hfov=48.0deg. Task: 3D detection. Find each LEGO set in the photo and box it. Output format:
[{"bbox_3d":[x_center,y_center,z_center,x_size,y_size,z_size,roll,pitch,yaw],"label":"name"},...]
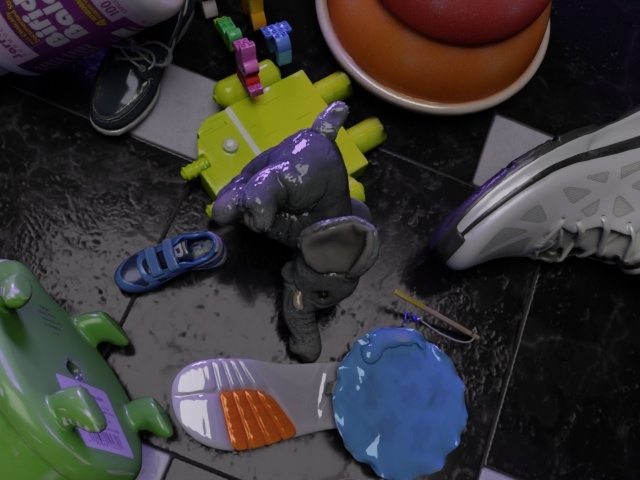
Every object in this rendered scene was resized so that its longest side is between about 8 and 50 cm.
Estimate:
[{"bbox_3d":[-0.101,-0.312,0.968,0.087,0.093,0.227,-21,59,-15],"label":"LEGO set"}]

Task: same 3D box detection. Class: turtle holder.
[{"bbox_3d":[-0.337,0.158,0.742,0.227,0.243,0.320,-37,89,0],"label":"turtle holder"}]

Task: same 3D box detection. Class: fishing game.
[{"bbox_3d":[0.093,0.199,0.879,0.189,0.041,0.264,25,68,-16],"label":"fishing game"}]

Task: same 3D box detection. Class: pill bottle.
[{"bbox_3d":[-0.330,-0.301,0.874,0.302,0.169,0.169,-16,72,22],"label":"pill bottle"}]

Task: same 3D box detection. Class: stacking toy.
[{"bbox_3d":[0.192,-0.401,0.866,0.351,0.480,0.350,2,71,-7],"label":"stacking toy"}]

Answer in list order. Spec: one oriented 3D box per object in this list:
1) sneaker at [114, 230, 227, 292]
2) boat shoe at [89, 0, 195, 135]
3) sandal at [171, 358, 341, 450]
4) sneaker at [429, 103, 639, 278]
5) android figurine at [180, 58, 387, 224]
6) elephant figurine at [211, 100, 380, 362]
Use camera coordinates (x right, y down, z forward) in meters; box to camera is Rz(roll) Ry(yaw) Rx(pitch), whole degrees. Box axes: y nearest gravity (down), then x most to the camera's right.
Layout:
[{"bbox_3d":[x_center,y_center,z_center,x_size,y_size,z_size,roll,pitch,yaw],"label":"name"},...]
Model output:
[{"bbox_3d":[-0.188,0.022,0.898,0.144,0.059,0.053,-21,78,-13],"label":"sneaker"},{"bbox_3d":[-0.240,-0.260,0.971,0.095,0.079,0.254,27,70,1],"label":"boat shoe"},{"bbox_3d":[-0.054,0.195,0.859,0.265,0.076,0.101,5,72,-29],"label":"sandal"},{"bbox_3d":[0.377,-0.012,0.929,0.448,0.169,0.257,-25,75,-17],"label":"sneaker"},{"bbox_3d":[-0.052,-0.124,0.968,0.273,0.056,0.248,-29,78,-17],"label":"android figurine"},{"bbox_3d":[0.000,0.000,0.860,0.239,0.186,0.169,50,48,-16],"label":"elephant figurine"}]
